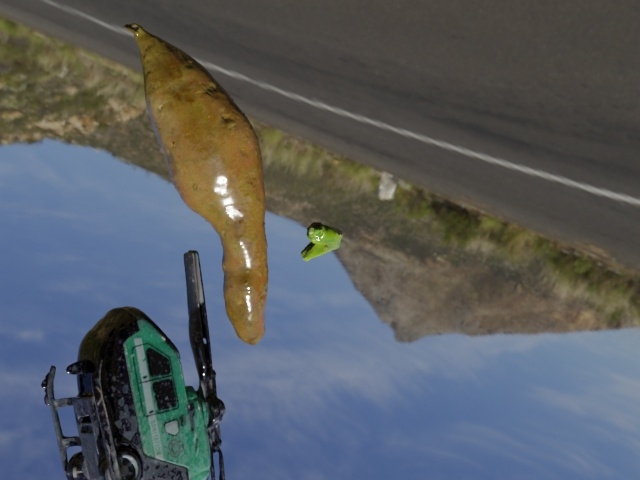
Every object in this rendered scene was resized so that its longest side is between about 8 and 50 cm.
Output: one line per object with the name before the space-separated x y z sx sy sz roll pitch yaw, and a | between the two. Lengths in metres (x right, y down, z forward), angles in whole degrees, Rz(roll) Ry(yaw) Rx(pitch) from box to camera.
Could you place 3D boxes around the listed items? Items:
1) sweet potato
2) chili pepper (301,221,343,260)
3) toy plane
sweet potato | -0.075 -0.043 0.605 0.075 0.269 0.075 -16 -163 5
chili pepper | 0.000 -0.001 0.510 0.030 0.017 0.083 -9 172 0
toy plane | -0.142 0.207 0.719 0.155 0.381 0.106 -11 175 -43
